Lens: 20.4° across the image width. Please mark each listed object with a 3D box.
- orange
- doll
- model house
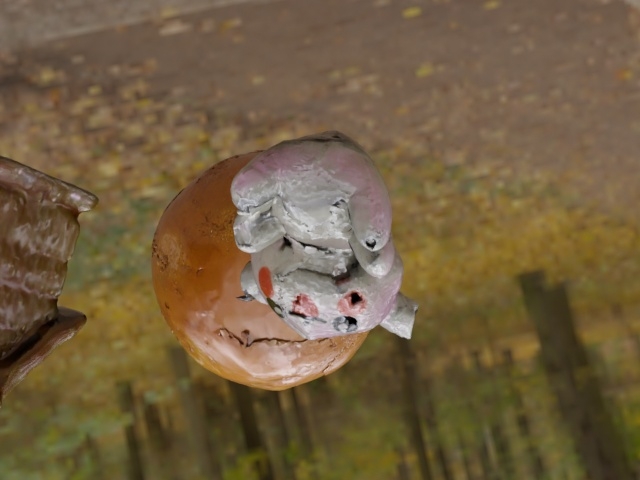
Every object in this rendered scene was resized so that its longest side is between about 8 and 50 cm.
[{"bbox_3d":[-0.049,0.029,1.771,0.240,0.240,0.240,-12,174,-1],"label":"orange"},{"bbox_3d":[0.000,0.000,1.317,0.149,0.095,0.192,11,139,13],"label":"doll"},{"bbox_3d":[-0.313,0.033,1.565,0.199,0.229,0.219,6,168,42],"label":"model house"}]
